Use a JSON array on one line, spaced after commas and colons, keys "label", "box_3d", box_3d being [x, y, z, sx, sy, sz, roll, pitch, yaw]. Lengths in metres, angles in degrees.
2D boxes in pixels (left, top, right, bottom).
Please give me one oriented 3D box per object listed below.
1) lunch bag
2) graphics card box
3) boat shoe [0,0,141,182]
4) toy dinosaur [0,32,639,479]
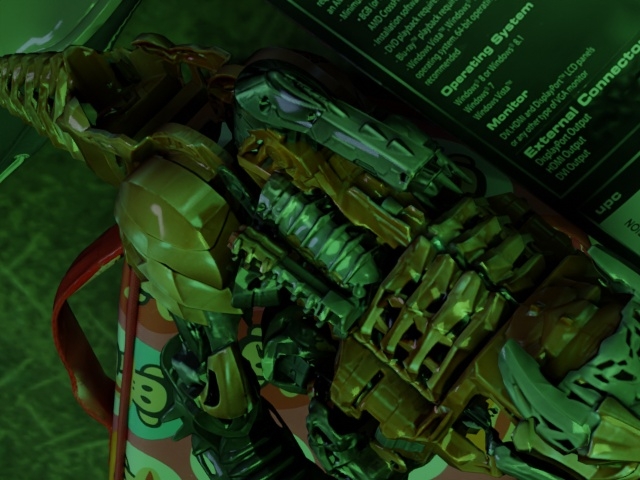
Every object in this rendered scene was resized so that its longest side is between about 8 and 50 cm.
[{"label": "lunch bag", "box_3d": [-0.011, 0.064, 0.698, 0.258, 0.120, 0.293, 11, 126, -3]}, {"label": "graphics card box", "box_3d": [0.076, -0.117, 0.495, 0.371, 0.233, 0.094, 32, 118, -18]}, {"label": "boat shoe", "box_3d": [-0.137, -0.093, 0.647, 0.206, 0.075, 0.065, -42, 156, 22]}, {"label": "toy dinosaur", "box_3d": [0.000, 0.000, 0.471, 0.164, 0.322, 0.218, -29, 142, -6]}]
